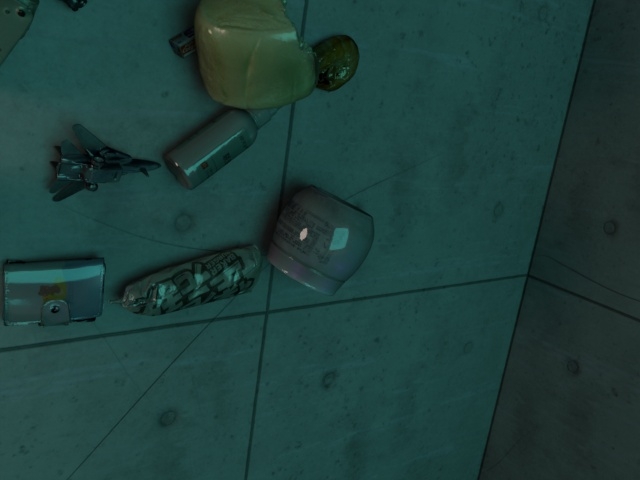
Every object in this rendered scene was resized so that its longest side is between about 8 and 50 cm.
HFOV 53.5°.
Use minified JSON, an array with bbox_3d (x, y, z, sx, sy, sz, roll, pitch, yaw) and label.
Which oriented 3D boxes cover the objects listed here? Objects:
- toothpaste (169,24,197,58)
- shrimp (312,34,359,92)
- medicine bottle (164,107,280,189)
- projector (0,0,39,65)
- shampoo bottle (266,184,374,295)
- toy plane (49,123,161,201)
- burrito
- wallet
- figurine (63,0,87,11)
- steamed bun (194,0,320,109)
[{"bbox_3d":[-0.274,-0.513,1.549,0.196,0.047,0.040,-39,143,-20],"label":"toothpaste"},{"bbox_3d":[0.001,-0.474,1.773,0.287,0.063,0.152,-32,136,-26],"label":"shrimp"},{"bbox_3d":[-0.231,-0.273,1.632,0.352,0.110,0.110,-41,128,-19],"label":"medicine bottle"},{"bbox_3d":[-0.675,-0.405,1.173,0.250,0.108,0.198,-44,139,16],"label":"projector"},{"bbox_3d":[0.000,0.000,1.815,0.273,0.273,0.266,23,101,-41],"label":"shampoo bottle"},{"bbox_3d":[-0.487,-0.168,1.488,0.267,0.088,0.212,0,130,-41],"label":"toy plane"},{"bbox_3d":[-0.352,0.121,1.702,0.446,0.101,0.139,-17,122,-34],"label":"burrito"},{"bbox_3d":[-0.630,0.121,1.508,0.231,0.069,0.170,-2,104,-31],"label":"wallet"},{"bbox_3d":[-0.551,-0.542,1.306,0.087,0.086,0.149,-22,145,17],"label":"figurine"},{"bbox_3d":[-0.139,-0.446,1.492,0.273,0.272,0.290,-38,146,-20],"label":"steamed bun"}]
